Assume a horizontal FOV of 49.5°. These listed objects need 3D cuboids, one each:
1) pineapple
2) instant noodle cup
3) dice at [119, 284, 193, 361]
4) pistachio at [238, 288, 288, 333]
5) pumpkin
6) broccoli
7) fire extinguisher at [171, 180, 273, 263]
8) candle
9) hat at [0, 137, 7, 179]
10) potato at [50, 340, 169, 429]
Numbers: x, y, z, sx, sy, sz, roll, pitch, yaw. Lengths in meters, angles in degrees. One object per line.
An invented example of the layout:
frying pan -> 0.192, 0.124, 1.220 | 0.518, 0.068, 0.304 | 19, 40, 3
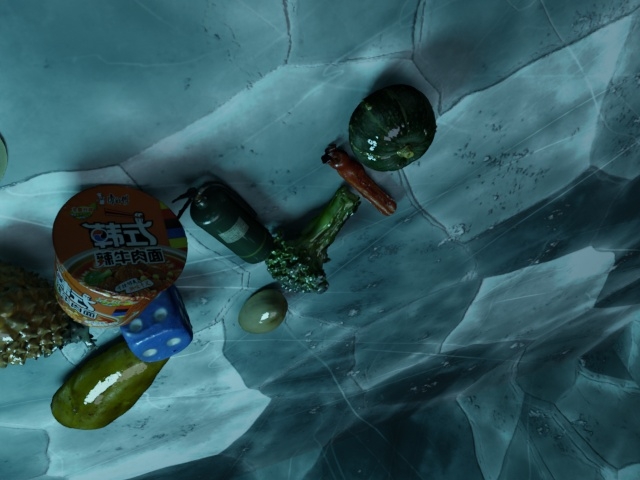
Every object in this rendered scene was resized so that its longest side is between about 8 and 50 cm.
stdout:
pineapple -> -0.591, 0.164, 1.452 | 0.223, 0.222, 0.357 | -35, 157, 17
instant noodle cup -> -0.405, 0.046, 1.358 | 0.250, 0.250, 0.192 | -2, 149, -30
dice -> -0.391, 0.194, 1.650 | 0.146, 0.146, 0.143 | -21, 149, -4
pistachio -> -0.151, 0.190, 1.837 | 0.149, 0.113, 0.113 | -26, 148, 17
pumpkin -> 0.143, -0.221, 1.387 | 0.190, 0.146, 0.190 | -30, 169, -7
broccoli -> 0.003, 0.009, 1.645 | 0.275, 0.177, 0.198 | -44, 153, -2
fire extinguisher -> -0.206, -0.048, 1.475 | 0.118, 0.093, 0.294 | -52, 145, -4
candle -> 0.100, -0.130, 1.584 | 0.051, 0.048, 0.329 | -22, 151, 22
hat -> -0.634, -0.096, 1.120 | 0.252, 0.110, 0.252 | -15, 146, -11
potato -> -0.541, 0.372, 1.808 | 0.369, 0.176, 0.195 | -39, 117, 17
